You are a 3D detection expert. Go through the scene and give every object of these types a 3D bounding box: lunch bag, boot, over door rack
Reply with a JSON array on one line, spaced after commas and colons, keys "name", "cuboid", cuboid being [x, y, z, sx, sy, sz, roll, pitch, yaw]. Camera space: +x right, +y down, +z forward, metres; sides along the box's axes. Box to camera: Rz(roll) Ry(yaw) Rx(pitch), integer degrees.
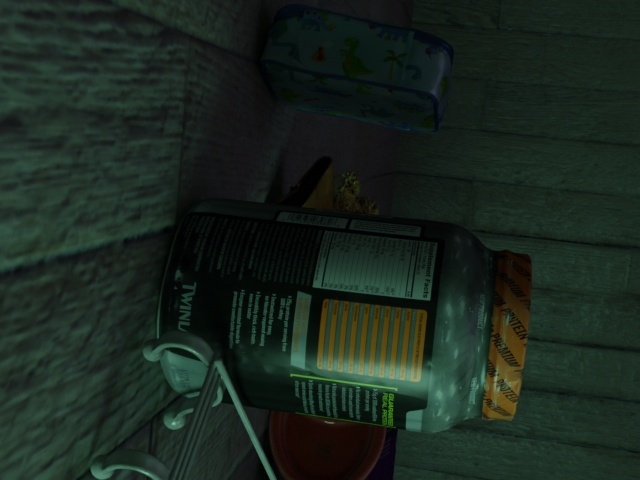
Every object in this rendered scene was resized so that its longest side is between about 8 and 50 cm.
[{"name": "lunch bag", "cuboid": [0.045, -0.197, 1.038, 0.176, 0.219, 0.090, 54, 50, -76]}, {"name": "boot", "cuboid": [0.000, 0.000, 1.261, 0.264, 0.096, 0.280, -42, 140, -39]}, {"name": "over door rack", "cuboid": [-0.101, 0.266, 0.736, 0.324, 0.108, 0.239, 61, 33, -40]}]

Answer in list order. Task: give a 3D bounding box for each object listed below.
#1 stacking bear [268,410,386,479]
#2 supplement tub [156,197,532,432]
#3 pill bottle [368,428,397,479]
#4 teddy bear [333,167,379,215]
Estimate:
[{"name": "stacking bear", "cuboid": [-0.006, 0.389, 1.388, 0.289, 0.175, 0.164, 97, 3, -50]}, {"name": "supplement tub", "cuboid": [0.026, 0.070, 0.810, 0.193, 0.316, 0.194, 7, 90, -81]}, {"name": "pill bottle", "cuboid": [0.049, 0.322, 1.562, 0.181, 0.181, 0.323, -62, 157, -66]}, {"name": "teddy bear", "cuboid": [0.044, 0.028, 1.542, 0.245, 0.113, 0.338, -69, 163, -50]}]
